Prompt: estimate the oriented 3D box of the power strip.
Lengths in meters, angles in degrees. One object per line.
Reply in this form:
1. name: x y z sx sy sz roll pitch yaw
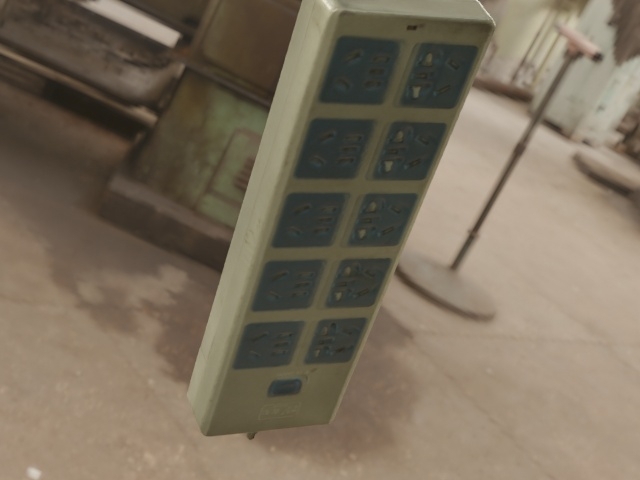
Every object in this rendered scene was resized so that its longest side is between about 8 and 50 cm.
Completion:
1. power strip: 0.000 0.000 0.740 0.106 0.367 0.043 -2 41 -26
